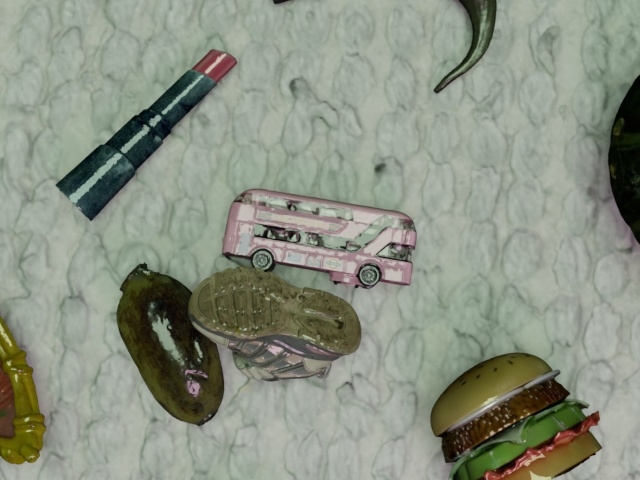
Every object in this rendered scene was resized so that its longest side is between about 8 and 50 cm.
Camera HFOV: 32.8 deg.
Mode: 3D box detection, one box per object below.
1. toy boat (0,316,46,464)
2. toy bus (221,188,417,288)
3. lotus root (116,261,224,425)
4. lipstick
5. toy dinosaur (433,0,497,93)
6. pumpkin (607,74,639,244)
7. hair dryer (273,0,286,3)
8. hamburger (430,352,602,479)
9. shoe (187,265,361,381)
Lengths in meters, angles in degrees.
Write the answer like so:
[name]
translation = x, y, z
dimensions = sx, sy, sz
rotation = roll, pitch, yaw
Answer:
[toy boat]
translation = -0.394, 0.106, 1.118
dimensions = 0.141, 0.099, 0.318
rotation = -42, 90, -1
[toy bus]
translation = 0.000, 0.000, 1.153
dimensions = 0.203, 0.063, 0.090
rotation = 10, 85, 0
[lotus root]
translation = -0.153, 0.107, 1.130
dimensions = 0.089, 0.080, 0.179
rotation = -27, 89, -4
[lipstick]
translation = -0.179, -0.120, 1.164
dimensions = 0.234, 0.053, 0.053
rotation = -44, 88, -6
[toy dinosaur]
translation = 0.131, -0.286, 1.202
dimensions = 0.187, 0.087, 0.179
rotation = 42, 123, 17
[pumpkin]
translation = 0.444, -0.082, 1.104
dimensions = 0.300, 0.207, 0.300
rotation = 1, 94, 9
[hair dryer]
translation = -0.041, -0.304, 1.194
dimensions = 0.047, 0.026, 0.083
rotation = -17, 83, -4
[hamburger]
translation = 0.189, 0.187, 1.097
dimensions = 0.175, 0.175, 0.137
rotation = -27, 75, -3
[shoe]
translation = -0.053, 0.093, 1.122
dimensions = 0.180, 0.092, 0.089
rotation = 13, 48, -13
